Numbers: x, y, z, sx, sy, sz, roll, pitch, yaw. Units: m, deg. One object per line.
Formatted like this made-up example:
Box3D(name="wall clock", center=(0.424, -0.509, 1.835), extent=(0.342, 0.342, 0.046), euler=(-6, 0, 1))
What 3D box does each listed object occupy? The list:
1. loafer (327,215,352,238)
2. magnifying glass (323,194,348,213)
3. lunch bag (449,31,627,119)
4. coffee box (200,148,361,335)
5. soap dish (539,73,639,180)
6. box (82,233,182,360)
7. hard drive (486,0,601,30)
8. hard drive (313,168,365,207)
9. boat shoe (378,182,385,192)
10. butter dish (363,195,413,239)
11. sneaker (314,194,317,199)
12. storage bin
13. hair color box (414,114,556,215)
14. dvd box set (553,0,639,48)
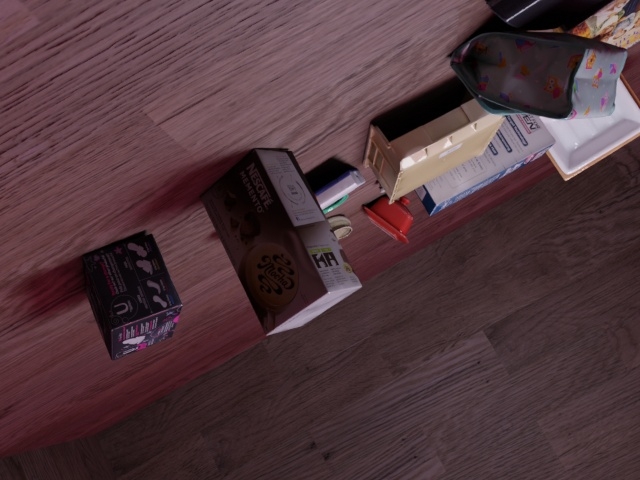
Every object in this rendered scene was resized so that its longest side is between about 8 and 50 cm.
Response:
Box3D(name="loafer", center=(0.000, 0.000, 1.981), extent=(0.268, 0.092, 0.102), euler=(-16, 163, -47))
Box3D(name="magnifying glass", center=(-0.031, -0.064, 1.810), extent=(0.231, 0.026, 0.092), euler=(-29, 168, 3))
Box3D(name="lunch bag", center=(0.401, -0.313, 1.330), extent=(0.223, 0.262, 0.160), euler=(-14, 117, -48))
Box3D(name="coffee box", center=(-0.076, -0.001, 1.300), extent=(0.168, 0.297, 0.119), euler=(-36, 163, 31))
Box3D(name="soap dish", center=(0.790, -0.352, 2.091), extent=(0.291, 0.229, 0.118), euler=(-34, -176, 20))
Box3D(name="box", center=(-0.380, 0.117, 1.407), extent=(0.142, 0.163, 0.247), euler=(-20, 165, -24))
Box3D(name="hard drive", center=(0.415, -0.426, 1.225), extent=(0.172, 0.054, 0.254), euler=(-26, 174, 40))
Box3D(name="hard drive", center=(-0.048, -0.063, 1.634), extent=(0.318, 0.040, 0.210), euler=(-32, -179, 11))
Box3D(name="boat shoe", center=(0.196, -0.154, 1.932), extent=(0.046, 0.038, 0.125), euler=(-14, 178, 37))
Box3D(name="butter dish", center=(0.221, -0.080, 2.107), extent=(0.118, 0.160, 0.160), euler=(-53, 167, -1))
Box3D(name="sneaker", center=(-0.117, -0.066, 1.499), extent=(0.221, 0.083, 0.087), euler=(-25, 136, 23))
Box3D(name="storage bin", center=(0.242, -0.223, 1.552), extent=(0.262, 0.123, 0.260), euler=(-28, 167, -7))
Box3D(name="hair color box", center=(0.385, -0.221, 1.765), extent=(0.347, 0.174, 0.105), euler=(-28, 169, -7))
Box3D(name="dvd box set", center=(0.657, -0.496, 1.530), extent=(0.307, 0.062, 0.420), euler=(-32, 168, 16))
